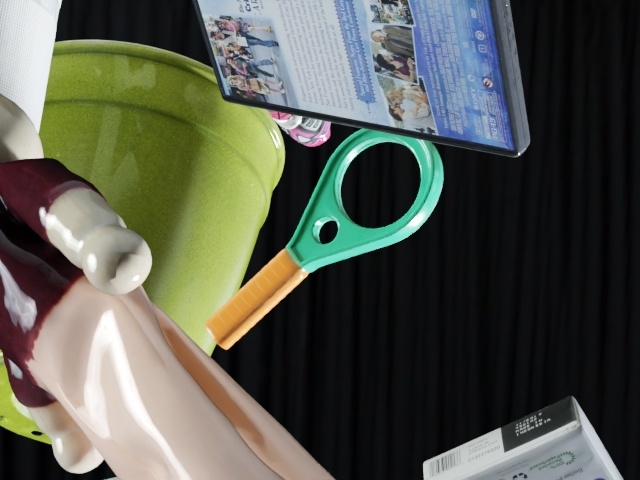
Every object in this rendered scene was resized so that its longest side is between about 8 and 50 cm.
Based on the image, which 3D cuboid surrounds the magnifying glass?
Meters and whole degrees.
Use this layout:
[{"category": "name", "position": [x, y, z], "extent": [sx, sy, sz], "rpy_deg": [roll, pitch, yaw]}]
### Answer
[{"category": "magnifying glass", "position": [0.000, 0.000, 1.160], "extent": [0.092, 0.231, 0.026], "rpy_deg": [53, -169, 27]}]

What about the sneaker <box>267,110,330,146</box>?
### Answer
[{"category": "sneaker", "position": [-0.011, -0.273, 2.288], "extent": [0.121, 0.299, 0.112], "rpy_deg": [-13, 133, 38]}]

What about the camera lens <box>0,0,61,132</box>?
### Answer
[{"category": "camera lens", "position": [-0.366, -0.193, 1.419], "extent": [0.219, 0.274, 0.219], "rpy_deg": [7, 169, 1]}]

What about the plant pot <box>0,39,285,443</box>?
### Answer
[{"category": "plant pot", "position": [-0.239, 0.030, 1.641], "extent": [0.367, 0.353, 0.366], "rpy_deg": [4, 148, 3]}]

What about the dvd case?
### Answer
[{"category": "dvd case", "position": [0.014, -0.152, 0.980], "extent": [0.253, 0.180, 0.022], "rpy_deg": [14, -135, 34]}]

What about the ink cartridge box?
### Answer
[{"category": "ink cartridge box", "position": [0.270, 0.345, 1.567], "extent": [0.176, 0.371, 0.069], "rpy_deg": [-27, -158, 14]}]

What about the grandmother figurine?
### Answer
[{"category": "grandmother figurine", "position": [-0.106, 0.041, 0.684], "extent": [0.104, 0.207, 0.342], "rpy_deg": [-23, -116, -39]}]

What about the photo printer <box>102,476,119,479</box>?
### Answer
[{"category": "photo printer", "position": [-0.211, 0.442, 2.072], "extent": [0.308, 0.256, 0.107], "rpy_deg": [-9, -177, -22]}]
